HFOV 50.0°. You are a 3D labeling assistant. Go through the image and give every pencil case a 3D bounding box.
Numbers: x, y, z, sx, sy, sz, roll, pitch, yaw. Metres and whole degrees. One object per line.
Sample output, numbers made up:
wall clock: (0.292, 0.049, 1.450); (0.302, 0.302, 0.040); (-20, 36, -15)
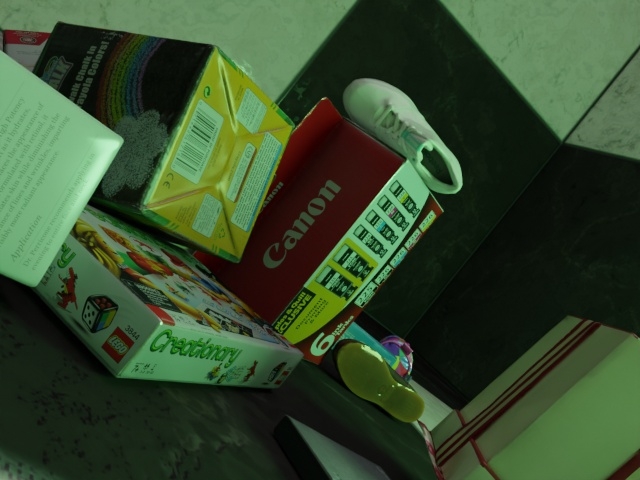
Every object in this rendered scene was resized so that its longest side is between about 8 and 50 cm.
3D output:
pencil case: (0.157, 0.260, 1.504); (0.104, 0.104, 0.236); (39, 0, 8)

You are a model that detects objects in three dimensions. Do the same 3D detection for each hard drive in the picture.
hard drive: (0.028, 0.208, 0.593); (0.135, 0.022, 0.094); (39, 0, -35)

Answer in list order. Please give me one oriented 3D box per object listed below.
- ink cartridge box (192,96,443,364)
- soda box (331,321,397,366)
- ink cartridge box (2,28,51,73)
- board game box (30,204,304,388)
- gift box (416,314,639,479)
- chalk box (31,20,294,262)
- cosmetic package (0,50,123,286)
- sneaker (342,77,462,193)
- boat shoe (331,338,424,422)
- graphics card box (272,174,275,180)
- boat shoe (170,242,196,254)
ink cartridge box: (0.000, 0.000, 0.966); (0.130, 0.309, 0.272); (39, 1, 30)
soda box: (0.051, 0.193, 1.360); (0.210, 0.067, 0.071); (39, 0, 11)
ink cartridge box: (-0.353, -0.203, 0.921); (0.127, 0.072, 0.175); (-2, 47, -26)
board game box: (-0.143, 0.050, 0.614); (0.193, 0.053, 0.305); (38, 0, 21)
gift box: (0.248, 0.233, 0.713); (0.276, 0.258, 0.255); (47, 2, 10)
chalk box: (-0.212, -0.113, 0.760); (0.289, 0.180, 0.179); (17, -10, 29)
cosmetic package: (-0.238, -0.073, 0.381); (0.085, 0.117, 0.231); (19, -14, 40)
sneaker: (0.120, -0.145, 0.946); (0.212, 0.080, 0.094); (40, 12, -7)
boat shoe: (0.083, 0.222, 1.108); (0.207, 0.073, 0.073); (47, -5, -29)
graphics card box: (-0.125, -0.080, 1.316); (0.233, 0.094, 0.371); (51, 25, -13)
boat shoe: (-0.135, -0.028, 0.991); (0.095, 0.112, 0.335); (26, 16, 33)
